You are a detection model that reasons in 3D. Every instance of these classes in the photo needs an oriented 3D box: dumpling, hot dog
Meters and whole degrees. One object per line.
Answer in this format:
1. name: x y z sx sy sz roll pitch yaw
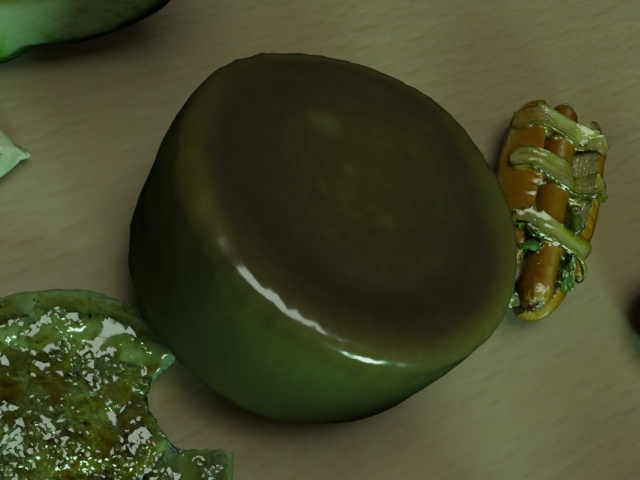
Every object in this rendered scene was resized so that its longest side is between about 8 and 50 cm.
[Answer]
1. dumpling: -0.264 -0.069 0.726 0.059 0.043 0.077 35 54 25
2. hot dog: 0.213 -0.033 0.906 0.109 0.072 0.269 24 54 -8

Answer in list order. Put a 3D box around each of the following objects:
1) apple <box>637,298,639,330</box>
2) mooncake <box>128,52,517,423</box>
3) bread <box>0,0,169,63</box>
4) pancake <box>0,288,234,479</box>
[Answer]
1. apple: 0.352 0.064 0.895 0.114 0.102 0.099 -34 82 -34
2. mooncake: 0.000 0.000 0.731 0.284 0.155 0.284 16 49 -19
3. bread: -0.224 -0.266 0.651 0.382 0.366 0.129 -1 62 -49
4. pancake: -0.177 0.143 0.647 0.254 0.037 0.253 13 57 -21
